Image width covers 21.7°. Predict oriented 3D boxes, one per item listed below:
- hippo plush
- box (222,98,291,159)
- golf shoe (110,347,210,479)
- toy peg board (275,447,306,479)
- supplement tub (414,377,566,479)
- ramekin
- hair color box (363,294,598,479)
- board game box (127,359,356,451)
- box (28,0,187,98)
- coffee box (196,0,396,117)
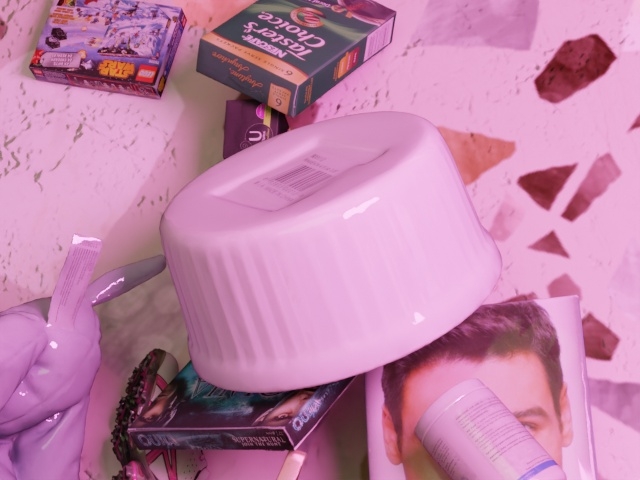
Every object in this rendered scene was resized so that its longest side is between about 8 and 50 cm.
[{"bbox_3d":[-0.327,0.106,1.437,0.236,0.234,0.294,18,89,29],"label":"hippo plush"},{"bbox_3d":[-0.057,-0.087,1.556,0.052,0.083,0.062,-2,66,10],"label":"box"},{"bbox_3d":[-0.139,0.185,1.471,0.086,0.067,0.186,18,56,-22],"label":"golf shoe"},{"bbox_3d":[-0.025,0.269,1.359,0.079,0.161,0.161,23,72,3],"label":"toy peg board"},{"bbox_3d":[0.132,0.167,1.292,0.071,0.071,0.107,-37,65,-7],"label":"supplement tub"},{"bbox_3d":[0.000,0.000,1.396,0.277,0.135,0.277,-18,20,7],"label":"ramekin"},{"bbox_3d":[0.138,0.243,1.359,0.185,0.113,0.375,-6,65,8],"label":"hair color box"},{"bbox_3d":[-0.059,0.127,1.393,0.186,0.026,0.126,-7,30,42],"label":"board game box"},{"bbox_3d":[-0.211,-0.196,1.664,0.137,0.027,0.094,11,67,15],"label":"box"},{"bbox_3d":[-0.020,-0.188,1.569,0.113,0.040,0.184,29,42,20],"label":"coffee box"}]
